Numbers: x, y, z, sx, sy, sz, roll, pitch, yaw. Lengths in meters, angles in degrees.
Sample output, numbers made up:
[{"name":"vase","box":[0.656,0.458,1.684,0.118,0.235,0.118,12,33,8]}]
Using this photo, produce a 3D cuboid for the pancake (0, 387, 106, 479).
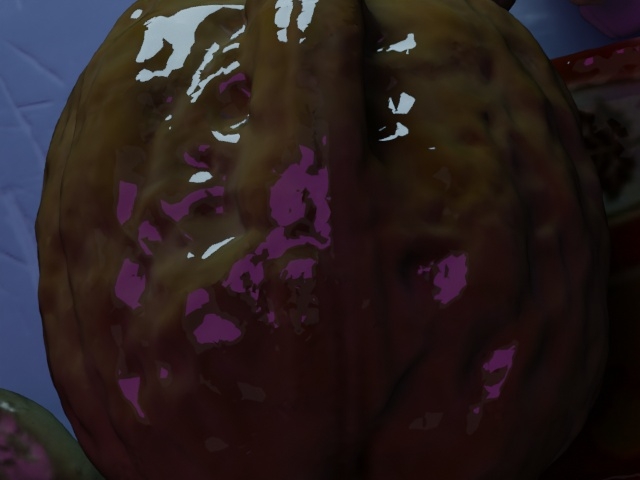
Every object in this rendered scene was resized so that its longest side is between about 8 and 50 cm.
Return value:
[{"name":"pancake","box":[-0.220,0.195,0.852,0.242,0.050,0.242,0,86,1]}]

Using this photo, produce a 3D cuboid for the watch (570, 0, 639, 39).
[{"name":"watch","box":[0.147,-0.233,0.733,0.231,0.244,0.196,-42,58,20]}]

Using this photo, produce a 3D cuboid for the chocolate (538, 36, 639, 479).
[{"name":"chocolate","box":[0.106,0.031,0.750,0.235,0.108,0.237,-12,70,27]}]

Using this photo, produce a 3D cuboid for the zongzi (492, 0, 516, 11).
[{"name":"zongzi","box":[0.040,-0.163,0.831,0.178,0.081,0.189,-38,53,51]}]

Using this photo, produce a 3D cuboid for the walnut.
[{"name":"walnut","box":[0.000,0.000,0.637,0.224,0.257,0.257,-2,70,-4]}]
